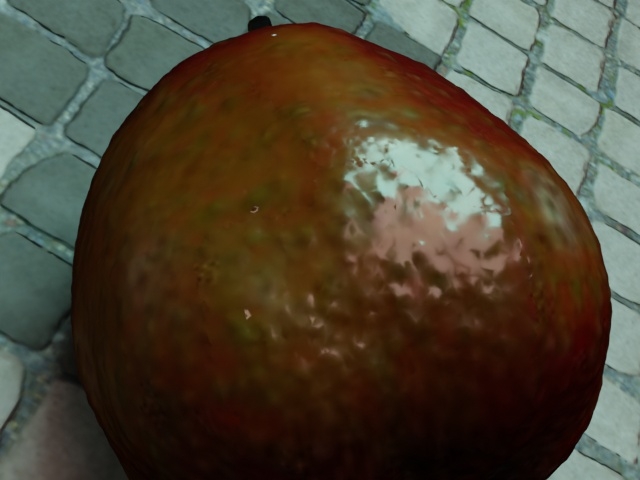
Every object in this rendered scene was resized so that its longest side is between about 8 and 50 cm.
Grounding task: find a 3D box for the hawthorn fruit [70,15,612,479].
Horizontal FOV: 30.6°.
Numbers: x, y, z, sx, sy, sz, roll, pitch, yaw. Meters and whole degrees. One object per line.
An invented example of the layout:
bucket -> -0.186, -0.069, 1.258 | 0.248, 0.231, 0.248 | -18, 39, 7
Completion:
hawthorn fruit -> 0.000, 0.000, 0.662 | 0.284, 0.285, 0.369 | 9, 47, -27
